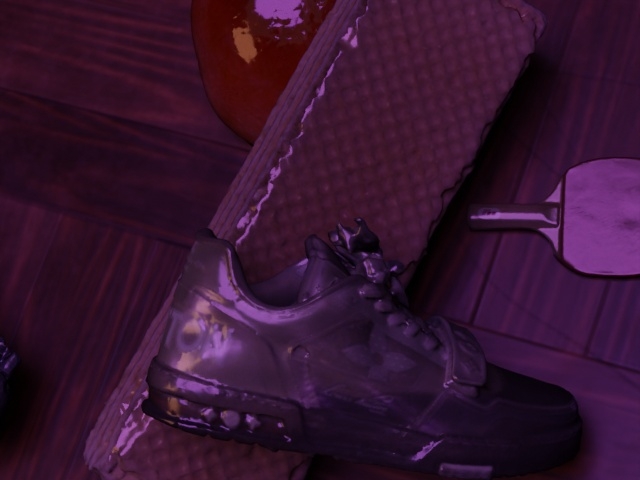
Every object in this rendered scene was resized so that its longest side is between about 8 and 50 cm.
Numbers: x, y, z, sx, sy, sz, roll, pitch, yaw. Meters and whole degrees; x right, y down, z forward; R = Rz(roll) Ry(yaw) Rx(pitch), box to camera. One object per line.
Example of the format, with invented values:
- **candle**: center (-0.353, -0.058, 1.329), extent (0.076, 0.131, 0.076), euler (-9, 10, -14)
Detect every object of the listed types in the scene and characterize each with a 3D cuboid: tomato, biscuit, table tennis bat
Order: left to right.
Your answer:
- **tomato**: center (-0.005, -0.180, 1.378), extent (0.199, 0.112, 0.228), euler (-16, 71, 9)
- **biscuit**: center (0.000, 0.000, 1.291), extent (0.144, 0.078, 0.426), euler (32, 85, -19)
- **table tennis bat**: center (0.180, -0.016, 1.319), extent (0.157, 0.013, 0.087), euler (0, 74, 15)

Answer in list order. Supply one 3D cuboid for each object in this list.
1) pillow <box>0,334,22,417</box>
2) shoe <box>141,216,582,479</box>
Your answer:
- **pillow**: center (-0.368, 0.159, 1.375), extent (0.335, 0.092, 0.161), euler (-40, 63, 1)
- **shoe**: center (0.039, 0.061, 1.208), extent (0.293, 0.109, 0.149), euler (6, 100, -15)
